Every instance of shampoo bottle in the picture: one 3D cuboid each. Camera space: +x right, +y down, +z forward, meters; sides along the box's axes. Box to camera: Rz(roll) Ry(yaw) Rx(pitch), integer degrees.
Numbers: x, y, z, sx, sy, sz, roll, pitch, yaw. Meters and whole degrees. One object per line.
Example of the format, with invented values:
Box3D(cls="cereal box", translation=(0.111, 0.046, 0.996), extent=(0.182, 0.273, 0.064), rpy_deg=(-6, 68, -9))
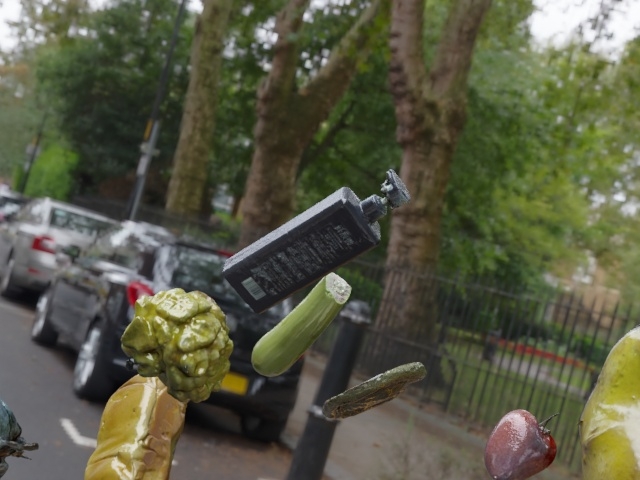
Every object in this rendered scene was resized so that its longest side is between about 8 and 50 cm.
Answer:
Box3D(cls="shampoo bottle", translation=(0.001, 0.000, 1.503), extent=(0.098, 0.309, 0.071), rpy_deg=(51, 22, -21))

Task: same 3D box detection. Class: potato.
Box3D(cls="potato", translation=(0.620, 0.384, 1.740), extent=(0.289, 0.397, 0.296), rpy_deg=(24, 23, -1))

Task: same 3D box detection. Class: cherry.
Box3D(cls="cherry", translation=(0.308, 0.320, 1.537), extent=(0.126, 0.106, 0.087), rpy_deg=(-19, 10, -14))

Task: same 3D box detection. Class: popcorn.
Box3D(cls="popcorn", translation=(-0.253, 0.183, 1.720), extent=(0.189, 0.218, 0.169), rpy_deg=(22, 40, 15))

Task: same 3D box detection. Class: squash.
Box3D(cls="squash", translation=(-0.042, 0.167, 1.862), extent=(0.083, 0.250, 0.083), rpy_deg=(36, 22, -17))

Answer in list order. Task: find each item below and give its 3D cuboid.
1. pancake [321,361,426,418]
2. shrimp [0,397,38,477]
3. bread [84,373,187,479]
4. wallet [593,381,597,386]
Box3D(cls="pancake", translation=(0.105, 0.304, 1.946), extent=(0.222, 0.042, 0.236), rpy_deg=(-4, -25, -47))
Box3D(cls="shrimp", translation=(-0.467, 0.233, 1.198), extent=(0.221, 0.166, 0.410), rpy_deg=(46, -19, 23))
Box3D(cls="bread", translation=(-0.378, 0.417, 2.000), extent=(0.166, 0.294, 0.132), rpy_deg=(-23, -54, 33))
Box3D(cls="wallet", translation=(0.664, 0.367, 2.021), extent=(0.042, 0.124, 0.230), rpy_deg=(15, 43, -45))
